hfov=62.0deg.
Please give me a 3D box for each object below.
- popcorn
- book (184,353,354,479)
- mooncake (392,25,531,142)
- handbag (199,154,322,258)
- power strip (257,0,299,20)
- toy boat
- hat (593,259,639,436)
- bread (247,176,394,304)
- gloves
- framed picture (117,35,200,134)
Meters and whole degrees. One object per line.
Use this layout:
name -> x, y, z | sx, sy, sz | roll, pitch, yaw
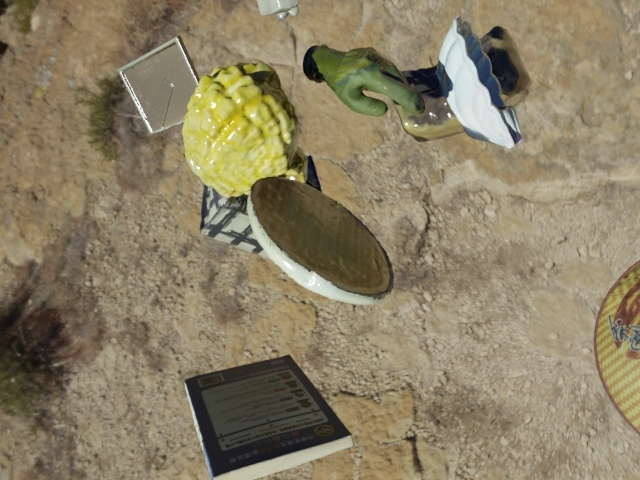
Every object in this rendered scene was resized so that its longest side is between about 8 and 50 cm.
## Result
popcorn -> -0.152, -0.192, 1.029 | 0.225, 0.286, 0.174 | -21, 50, -4
book -> -0.142, 0.395, 1.246 | 0.428, 0.300, 0.039 | -149, 53, -66
mooncake -> 0.436, -0.476, 1.664 | 0.393, 0.394, 0.246 | -12, 82, -17
handbag -> -0.139, -0.118, 1.355 | 0.162, 0.325, 0.327 | -40, 44, 34
power strip -> -0.105, -0.538, 0.937 | 0.080, 0.048, 0.286 | 14, 124, 52
toy boat -> 0.323, -0.318, 1.117 | 0.100, 0.199, 0.290 | -27, 94, 34
hat -> 0.294, 0.068, 0.374 | 0.193, 0.082, 0.193 | -16, 57, 27
bread -> 0.000, 0.000, 0.816 | 0.267, 0.267, 0.040 | 51, 120, 25
gloves -> 0.083, -0.309, 1.023 | 0.268, 0.107, 0.135 | 30, 72, 19
framed picture -> -0.405, -0.391, 1.377 | 0.265, 0.018, 0.192 | -7, 114, 39
